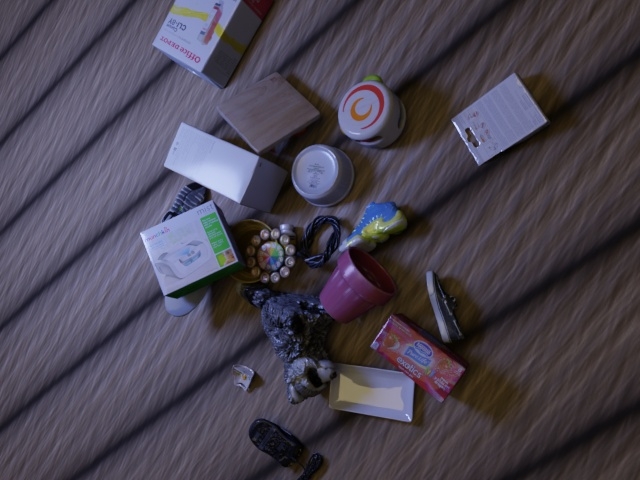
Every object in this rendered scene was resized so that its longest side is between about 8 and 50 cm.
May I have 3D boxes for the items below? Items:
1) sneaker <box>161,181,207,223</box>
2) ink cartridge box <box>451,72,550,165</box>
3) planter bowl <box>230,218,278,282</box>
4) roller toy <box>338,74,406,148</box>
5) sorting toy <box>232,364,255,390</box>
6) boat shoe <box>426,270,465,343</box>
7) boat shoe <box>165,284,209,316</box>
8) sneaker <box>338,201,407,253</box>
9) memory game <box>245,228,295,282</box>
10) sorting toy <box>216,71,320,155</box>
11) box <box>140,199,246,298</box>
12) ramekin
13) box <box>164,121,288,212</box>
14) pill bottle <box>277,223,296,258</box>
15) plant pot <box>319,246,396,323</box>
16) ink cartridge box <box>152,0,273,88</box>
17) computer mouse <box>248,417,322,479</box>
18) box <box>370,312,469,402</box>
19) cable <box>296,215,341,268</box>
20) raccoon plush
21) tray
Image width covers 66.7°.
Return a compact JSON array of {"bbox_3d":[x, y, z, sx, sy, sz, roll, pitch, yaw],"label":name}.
[{"bbox_3d":[-0.520,-0.117,1.825,0.086,0.132,0.229,40,64,-8],"label":"sneaker"},{"bbox_3d":[0.535,-0.357,1.458,0.224,0.056,0.181,-36,72,34],"label":"ink cartridge box"},{"bbox_3d":[-0.228,0.040,1.686,0.216,0.090,0.218,-2,84,19],"label":"planter bowl"},{"bbox_3d":[0.165,-0.392,1.546,0.209,0.146,0.191,-47,61,17],"label":"roller toy"},{"bbox_3d":[-0.268,0.479,1.686,0.083,0.044,0.075,22,100,22],"label":"sorting toy"},{"bbox_3d":[0.372,0.192,1.444,0.070,0.077,0.220,-18,86,20],"label":"boat shoe"},{"bbox_3d":[-0.442,0.097,1.743,0.135,0.156,0.368,20,80,-5],"label":"boat shoe"},{"bbox_3d":[0.158,-0.044,1.558,0.240,0.091,0.126,-25,58,18],"label":"sneaker"},{"bbox_3d":[-0.166,0.050,1.609,0.186,0.012,0.187,-2,85,19],"label":"memory game"},{"bbox_3d":[-0.175,-0.419,1.672,0.257,0.089,0.255,-35,66,-16],"label":"sorting toy"},{"bbox_3d":[-0.415,0.032,1.606,0.261,0.127,0.231,-24,78,-2],"label":"box"},{"bbox_3d":[0.002,-0.220,1.613,0.206,0.109,0.208,-2,84,21],"label":"ramekin"},{"bbox_3d":[-0.325,-0.250,1.690,0.345,0.215,0.169,26,95,22],"label":"box"},{"bbox_3d":[-0.115,0.006,1.659,0.065,0.065,0.117,-4,83,21],"label":"pill bottle"},{"bbox_3d":[0.101,0.149,1.493,0.180,0.201,0.201,-47,70,21],"label":"plant pot"},{"bbox_3d":[-0.401,-0.809,1.806,0.279,0.160,0.385,34,97,21],"label":"ink cartridge box"},{"bbox_3d":[-0.136,0.713,1.600,0.261,0.060,0.184,29,91,10],"label":"computer mouse"},{"bbox_3d":[0.292,0.335,1.428,0.256,0.128,0.123,36,98,21],"label":"box"},{"bbox_3d":[0.000,0.000,1.598,0.185,0.047,0.150,-53,43,7],"label":"cable"},{"bbox_3d":[-0.113,0.325,1.606,0.446,0.215,0.300,22,109,51],"label":"raccoon plush"},{"bbox_3d":[0.159,0.469,1.520,0.270,0.030,0.146,2,85,22],"label":"tray"}]
